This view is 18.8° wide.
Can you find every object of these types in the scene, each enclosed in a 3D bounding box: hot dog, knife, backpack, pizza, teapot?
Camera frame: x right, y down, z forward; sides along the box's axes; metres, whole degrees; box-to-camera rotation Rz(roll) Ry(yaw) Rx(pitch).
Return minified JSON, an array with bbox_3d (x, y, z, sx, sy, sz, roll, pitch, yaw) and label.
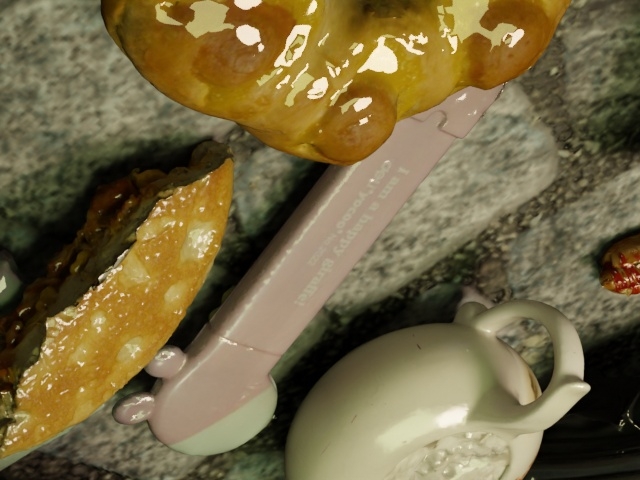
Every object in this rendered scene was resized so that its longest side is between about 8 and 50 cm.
[{"bbox_3d":[0.278,0.009,1.484,0.144,0.038,0.062,-18,138,-12],"label":"hot dog"},{"bbox_3d":[0.000,-0.001,1.325,0.132,0.038,0.398,18,119,-42],"label":"knife"},{"bbox_3d":[0.286,0.181,1.553,0.258,0.133,0.206,-5,143,28],"label":"backpack"},{"bbox_3d":[-0.138,0.036,1.243,0.246,0.058,0.127,-59,147,5],"label":"pizza"},{"bbox_3d":[0.081,0.150,1.443,0.204,0.139,0.298,14,124,-34],"label":"teapot"}]

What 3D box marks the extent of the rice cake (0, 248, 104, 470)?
[{"bbox_3d":[-0.259,0.109,1.291,0.198,0.037,0.189,-26,139,-3],"label":"rice cake"}]

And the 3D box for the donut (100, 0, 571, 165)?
[{"bbox_3d":[0.012,-0.193,1.056,0.299,0.150,0.317,-17,136,-14],"label":"donut"}]
